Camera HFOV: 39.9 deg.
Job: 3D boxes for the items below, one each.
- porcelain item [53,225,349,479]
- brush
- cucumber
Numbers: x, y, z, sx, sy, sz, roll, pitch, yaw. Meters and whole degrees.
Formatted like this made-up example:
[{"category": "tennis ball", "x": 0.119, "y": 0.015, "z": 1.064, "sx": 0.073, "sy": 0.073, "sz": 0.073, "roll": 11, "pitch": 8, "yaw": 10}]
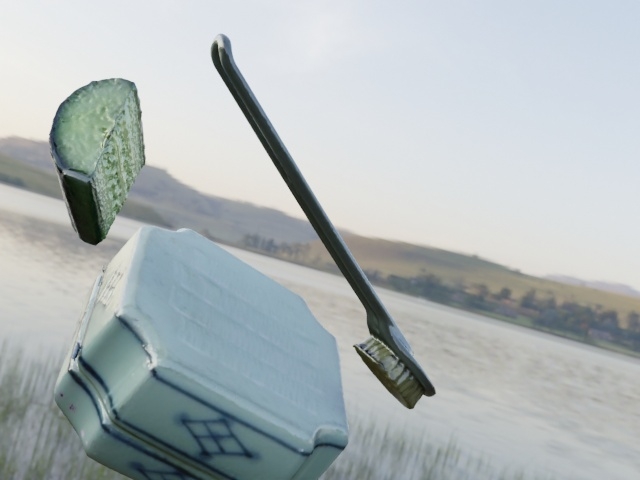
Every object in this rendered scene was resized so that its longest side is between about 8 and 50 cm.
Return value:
[{"category": "porcelain item", "x": -0.123, "y": 0.139, "z": 0.935, "sx": 0.286, "sy": 0.157, "sz": 0.281, "roll": 33, "pitch": 22, "yaw": -20}, {"category": "brush", "x": 0.000, "y": 0.000, "z": 0.519, "sx": 0.266, "sy": 0.027, "sz": 0.062, "roll": 59, "pitch": -13, "yaw": -26}, {"category": "cucumber", "x": -0.210, "y": -0.074, "z": 0.813, "sx": 0.062, "sy": 0.116, "sz": 0.115, "roll": 13, "pitch": -37, "yaw": 9}]
